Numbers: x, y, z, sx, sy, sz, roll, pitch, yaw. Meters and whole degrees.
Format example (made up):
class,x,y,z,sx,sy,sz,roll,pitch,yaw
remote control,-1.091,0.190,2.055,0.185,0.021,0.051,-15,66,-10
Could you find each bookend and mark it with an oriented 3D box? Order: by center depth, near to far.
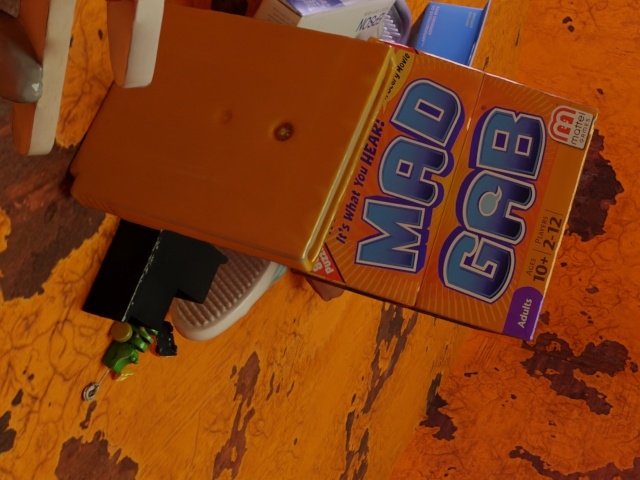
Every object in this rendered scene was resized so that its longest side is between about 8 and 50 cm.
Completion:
class,x,y,z,sx,sy,sz,roll,pitch,yaw
bookend,-0.218,0.057,1.342,0.157,0.072,0.156,43,64,-54

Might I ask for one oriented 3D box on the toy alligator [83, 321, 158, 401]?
class,x,y,z,sx,sy,sz,roll,pitch,yaw
toy alligator,-0.261,0.145,1.374,0.056,0.051,0.189,71,39,-59

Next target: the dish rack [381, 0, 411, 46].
class,x,y,z,sx,sy,sz,roll,pitch,yaw
dish rack,0.079,-0.356,1.895,0.333,0.072,0.285,29,77,-70

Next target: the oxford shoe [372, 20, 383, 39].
class,x,y,z,sx,sy,sz,roll,pitch,yaw
oxford shoe,-0.001,-0.442,1.510,0.130,0.169,0.449,-30,146,-10

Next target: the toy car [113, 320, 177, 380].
class,x,y,z,sx,sy,sz,roll,pitch,yaw
toy car,-0.261,0.160,1.441,0.122,0.060,0.040,-22,171,-47

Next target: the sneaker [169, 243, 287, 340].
class,x,y,z,sx,sy,sz,roll,pitch,yaw
sneaker,-0.113,0.050,1.590,0.366,0.135,0.150,-56,151,-40

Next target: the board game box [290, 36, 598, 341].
class,x,y,z,sx,sy,sz,roll,pitch,yaw
board game box,0.176,-0.066,1.592,0.356,0.356,0.356,138,-31,-86

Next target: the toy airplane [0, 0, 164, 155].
class,x,y,z,sx,sy,sz,roll,pitch,yaw
toy airplane,-0.225,-0.288,0.798,0.384,0.272,0.386,154,-58,-73

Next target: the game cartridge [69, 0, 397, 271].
class,x,y,z,sx,sy,sz,roll,pitch,yaw
game cartridge,-0.107,-0.133,1.167,0.285,0.324,0.052,-67,157,-19

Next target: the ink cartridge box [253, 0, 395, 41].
class,x,y,z,sx,sy,sz,roll,pitch,yaw
ink cartridge box,-0.054,-0.219,1.427,0.330,0.071,0.324,-56,169,30

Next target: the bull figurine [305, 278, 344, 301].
class,x,y,z,sx,sy,sz,roll,pitch,yaw
bull figurine,0.000,0.000,1.914,0.310,0.101,0.188,68,40,-60

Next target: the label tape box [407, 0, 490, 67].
class,x,y,z,sx,sy,sz,roll,pitch,yaw
label tape box,0.220,-0.344,2.035,0.347,0.115,0.249,133,-24,-80
